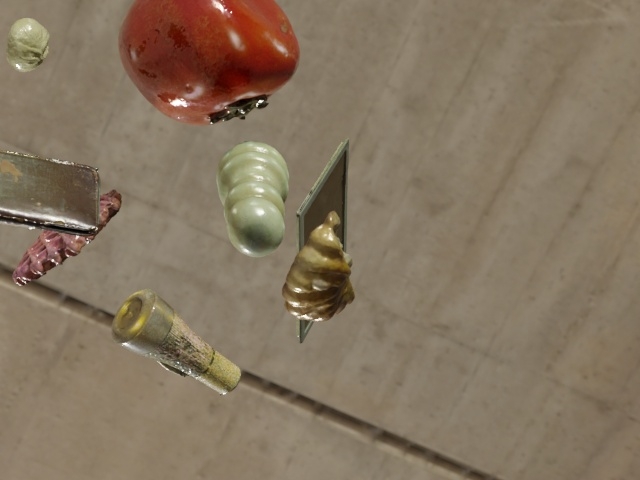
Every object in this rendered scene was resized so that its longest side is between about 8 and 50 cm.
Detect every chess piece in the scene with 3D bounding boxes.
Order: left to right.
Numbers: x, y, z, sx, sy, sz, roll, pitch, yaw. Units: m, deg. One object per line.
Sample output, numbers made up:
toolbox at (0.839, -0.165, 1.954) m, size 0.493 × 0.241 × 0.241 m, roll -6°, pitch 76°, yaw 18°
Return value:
chess piece at (-0.113, -0.058, 1.793) m, size 0.243 × 0.133 × 0.133 m, roll -97°, pitch 30°, yaw -61°

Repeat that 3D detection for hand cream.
hand cream at (-0.187, 0.147, 1.458) m, size 0.084 × 0.203 × 0.084 m, roll -29°, pitch 40°, yaw 28°

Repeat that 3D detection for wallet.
wallet at (-0.384, -0.064, 1.299) m, size 0.122 × 0.232 × 0.031 m, roll -100°, pitch 30°, yaw -42°

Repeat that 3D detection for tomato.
tomato at (-0.210, -0.363, 2.014) m, size 0.293 × 0.289 × 0.325 m, roll -30°, pitch -2°, yaw 30°

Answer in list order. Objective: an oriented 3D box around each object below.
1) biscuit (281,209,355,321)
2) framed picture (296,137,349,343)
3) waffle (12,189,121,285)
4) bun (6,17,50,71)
biscuit at (0.007, 0.051, 1.335) m, size 0.118 × 0.061 × 0.183 m, roll -49°, pitch -21°, yaw -17°
framed picture at (0.000, 0.000, 1.852) m, size 0.232 × 0.019 × 0.296 m, roll -59°, pitch -23°, yaw -46°
waffle at (-0.481, -0.006, 2.014) m, size 0.234 × 0.055 × 0.221 m, roll -26°, pitch 21°, yaw 36°
bun at (-0.451, -0.303, 1.665) m, size 0.086 × 0.055 × 0.086 m, roll 11°, pitch -90°, yaw -80°
